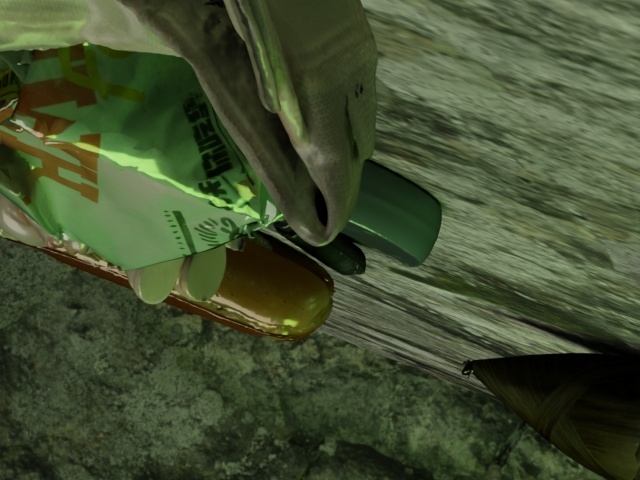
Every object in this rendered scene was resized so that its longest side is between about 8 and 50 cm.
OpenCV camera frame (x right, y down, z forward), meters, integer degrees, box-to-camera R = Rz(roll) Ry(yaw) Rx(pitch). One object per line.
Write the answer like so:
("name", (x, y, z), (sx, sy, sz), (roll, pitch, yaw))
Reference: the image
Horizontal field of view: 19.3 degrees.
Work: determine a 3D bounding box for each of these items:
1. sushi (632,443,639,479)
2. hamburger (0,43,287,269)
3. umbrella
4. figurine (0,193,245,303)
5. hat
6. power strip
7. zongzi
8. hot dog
("sushi", (0.263, 0.109, 1.125), (0.131, 0.139, 0.291), (15, 174, -11))
("hamburger", (-0.132, -0.076, 0.967), (0.214, 0.125, 0.235), (32, 167, -29))
("umbrella", (0.001, 0.000, 1.628), (0.036, 0.031, 0.133), (-10, 159, 26))
("figurine", (-0.176, -0.048, 1.404), (0.256, 0.144, 0.182), (14, -169, 40))
("hat", (-0.072, -0.114, 0.632), (0.219, 0.164, 0.226), (20, 135, 19))
("power strip", (-0.021, -0.042, 1.237), (0.216, 0.044, 0.137), (22, 174, -2))
("zongzi", (0.235, 0.143, 1.653), (0.242, 0.112, 0.221), (22, 176, 9))
("hot dog", (-0.144, -0.010, 1.630), (0.337, 0.100, 0.135), (22, -169, 0))
